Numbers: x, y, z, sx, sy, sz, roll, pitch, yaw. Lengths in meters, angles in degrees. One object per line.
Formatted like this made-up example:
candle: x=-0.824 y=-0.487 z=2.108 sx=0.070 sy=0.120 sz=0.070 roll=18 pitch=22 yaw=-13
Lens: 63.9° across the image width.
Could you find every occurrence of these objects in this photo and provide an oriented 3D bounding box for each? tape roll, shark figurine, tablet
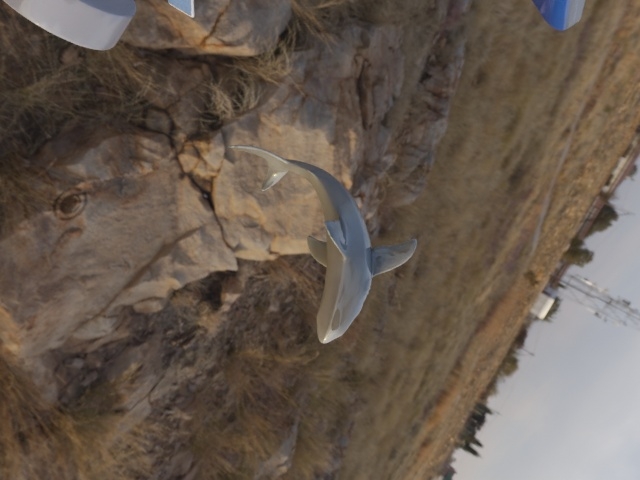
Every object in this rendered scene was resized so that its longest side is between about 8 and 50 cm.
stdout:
tape roll: x=-0.415 y=-0.411 z=0.826 sx=0.072 sy=0.219 sz=0.219 roll=-45 pitch=165 yaw=24
shark figurine: x=0.005 y=-0.029 z=0.642 sx=0.166 sy=0.278 sz=0.116 roll=-29 pitch=166 yaw=17
tablet: x=-0.163 y=-0.310 z=0.596 sx=0.006 sy=0.054 sz=0.083 roll=-29 pitch=144 yaw=-36

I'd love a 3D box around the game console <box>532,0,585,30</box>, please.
game console: x=0.176 y=-0.345 z=0.359 sx=0.173 sy=0.293 sz=0.250 roll=-30 pitch=172 yaw=22
